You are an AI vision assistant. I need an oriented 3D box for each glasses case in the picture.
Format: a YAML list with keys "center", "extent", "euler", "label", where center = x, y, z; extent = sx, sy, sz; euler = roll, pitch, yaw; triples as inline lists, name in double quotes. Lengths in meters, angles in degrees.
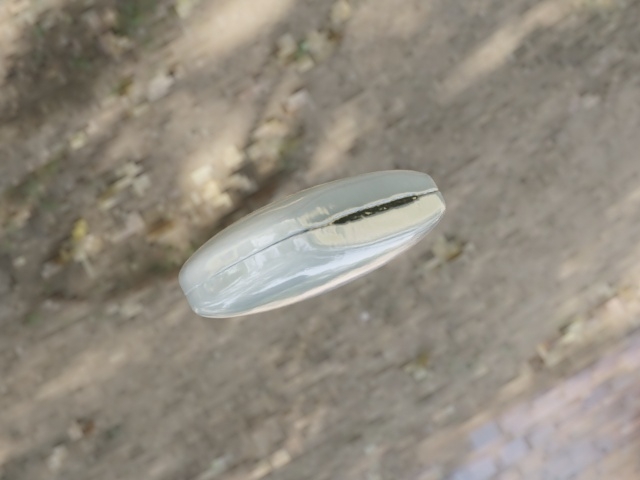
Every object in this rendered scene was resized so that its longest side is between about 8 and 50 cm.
- center: [0.000, 0.000, 0.915]
  extent: [0.076, 0.049, 0.197]
  euler: [-29, 174, 30]
  label: "glasses case"
